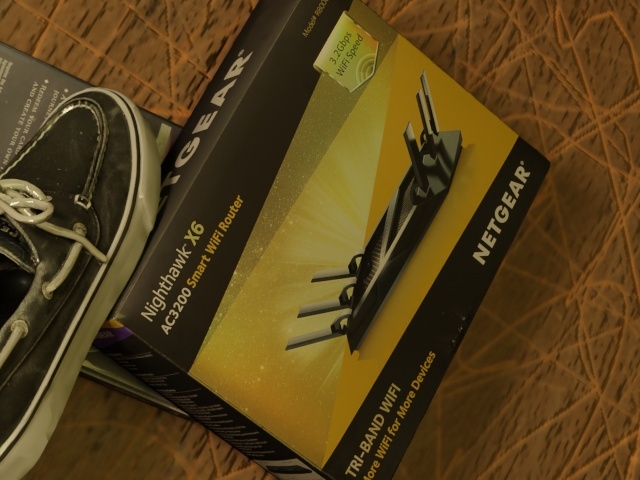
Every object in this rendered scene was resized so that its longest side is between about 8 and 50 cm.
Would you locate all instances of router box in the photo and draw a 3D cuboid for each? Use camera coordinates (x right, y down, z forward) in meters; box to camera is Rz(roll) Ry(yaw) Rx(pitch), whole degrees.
[{"bbox_3d":[0.000,0.000,1.421,0.243,0.081,0.309,37,67,-22],"label":"router box"}]

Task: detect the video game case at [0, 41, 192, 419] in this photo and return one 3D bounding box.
[{"bbox_3d":[-0.180,-0.015,1.400,0.274,0.026,0.196,25,72,-18],"label":"video game case"}]

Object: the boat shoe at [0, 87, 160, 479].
[{"bbox_3d":[-0.196,0.008,1.280,0.306,0.113,0.105,-67,147,-29],"label":"boat shoe"}]
